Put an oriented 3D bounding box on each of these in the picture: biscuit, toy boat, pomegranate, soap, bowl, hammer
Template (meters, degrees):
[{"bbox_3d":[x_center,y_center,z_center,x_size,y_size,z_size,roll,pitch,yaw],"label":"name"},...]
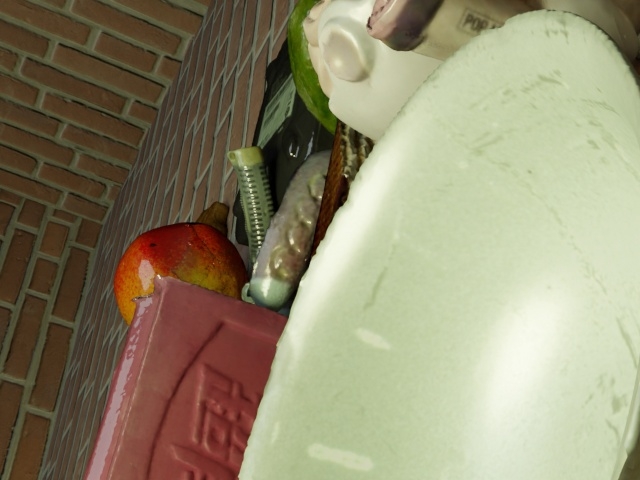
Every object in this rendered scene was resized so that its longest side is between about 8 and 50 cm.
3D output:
[{"bbox_3d":[0.033,-0.001,1.085,0.106,0.070,0.252,-93,13,-53],"label":"biscuit"},{"bbox_3d":[0.000,0.000,1.235,0.227,0.085,0.155,-66,-20,-16],"label":"toy boat"},{"bbox_3d":[-0.208,0.082,1.604,0.210,0.210,0.235,-59,27,31],"label":"pomegranate"},{"bbox_3d":[-0.127,0.247,1.119,0.128,0.233,0.359,-34,39,59],"label":"soap"},{"bbox_3d":[0.117,0.110,0.587,0.434,0.196,0.434,-56,22,37],"label":"bowl"},{"bbox_3d":[-0.081,-0.016,1.435,0.159,0.041,0.226,-6,94,65],"label":"hammer"},{"bbox_3d":[-0.247,0.058,2.026,0.273,0.049,0.257,-52,23,40],"label":"biscuit"}]

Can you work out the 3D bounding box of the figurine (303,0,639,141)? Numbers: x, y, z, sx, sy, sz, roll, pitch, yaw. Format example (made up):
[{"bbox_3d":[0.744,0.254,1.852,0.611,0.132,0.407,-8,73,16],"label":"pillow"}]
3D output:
[{"bbox_3d":[0.113,-0.176,0.876,0.361,0.253,0.211,-158,55,-69],"label":"figurine"}]

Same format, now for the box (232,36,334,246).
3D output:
[{"bbox_3d":[-0.025,-0.183,1.543,0.359,0.091,0.350,140,146,-62],"label":"box"}]

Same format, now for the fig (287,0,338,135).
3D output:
[{"bbox_3d":[0.070,-0.165,1.119,0.203,0.203,0.235,-48,48,50],"label":"fig"}]
